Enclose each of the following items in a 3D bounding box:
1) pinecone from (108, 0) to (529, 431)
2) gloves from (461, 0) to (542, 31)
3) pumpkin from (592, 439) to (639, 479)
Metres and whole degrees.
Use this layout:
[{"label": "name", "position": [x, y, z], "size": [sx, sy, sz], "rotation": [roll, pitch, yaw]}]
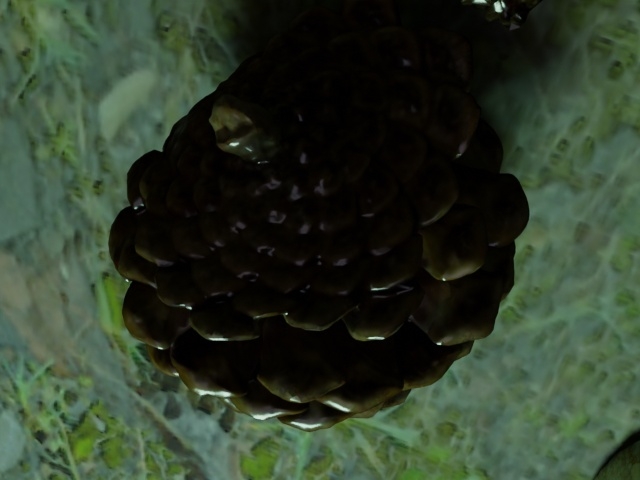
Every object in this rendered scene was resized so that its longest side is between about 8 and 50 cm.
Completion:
[{"label": "pinecone", "position": [-0.001, -0.002, 0.714], "size": [0.185, 0.212, 0.169], "rotation": [-29, 82, -4]}, {"label": "gloves", "position": [0.037, -0.161, 0.546], "size": [0.312, 0.210, 0.135], "rotation": [29, 103, 6]}, {"label": "pumpkin", "position": [0.239, 0.196, 0.845], "size": [0.217, 0.110, 0.217], "rotation": [13, 129, 16]}]
